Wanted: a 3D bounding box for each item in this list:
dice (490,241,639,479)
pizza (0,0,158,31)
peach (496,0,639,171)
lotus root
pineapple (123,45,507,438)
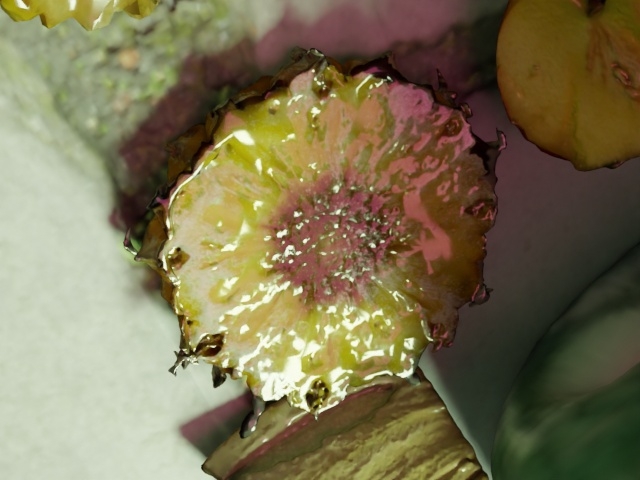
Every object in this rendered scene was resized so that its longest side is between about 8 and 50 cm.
[{"bbox_3d":[0.320,0.153,0.662,0.328,0.348,0.330,-40,105,-4],"label":"dice"},{"bbox_3d":[-0.287,-0.143,0.408,0.406,0.130,0.440,-44,123,-4],"label":"pizza"},{"bbox_3d":[0.167,-0.113,0.645,0.151,0.118,0.151,8,131,9],"label":"peach"},{"bbox_3d":[0.027,0.153,0.721,0.135,0.095,0.159,-36,83,-18],"label":"lotus root"},{"bbox_3d":[0.000,0.000,0.659,0.221,0.047,0.221,-7,111,-19],"label":"pineapple"}]
